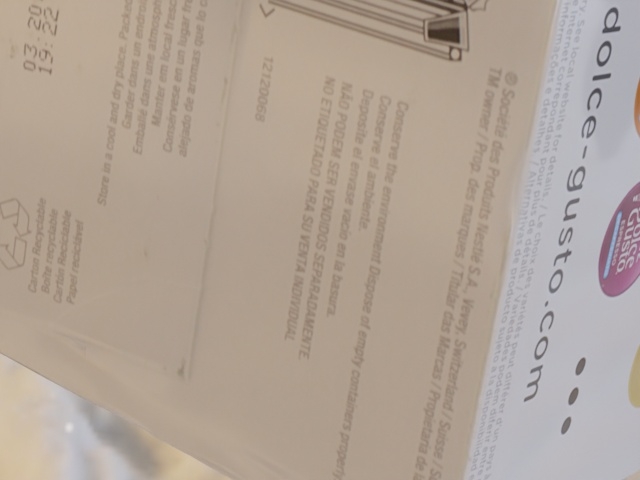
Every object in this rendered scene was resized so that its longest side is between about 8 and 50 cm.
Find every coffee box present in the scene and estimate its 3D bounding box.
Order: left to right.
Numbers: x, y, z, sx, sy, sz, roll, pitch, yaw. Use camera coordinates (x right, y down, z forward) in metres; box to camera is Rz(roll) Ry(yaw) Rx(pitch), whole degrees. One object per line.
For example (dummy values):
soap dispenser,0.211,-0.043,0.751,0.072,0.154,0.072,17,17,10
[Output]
coffee box,0.040,-0.101,0.899,0.338,0.338,0.334,23,23,31
